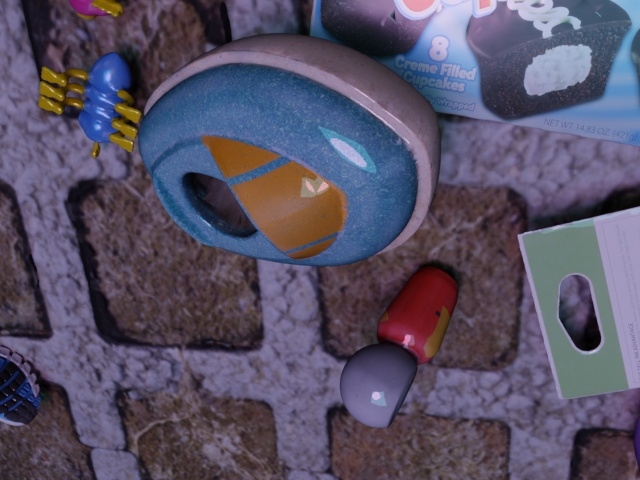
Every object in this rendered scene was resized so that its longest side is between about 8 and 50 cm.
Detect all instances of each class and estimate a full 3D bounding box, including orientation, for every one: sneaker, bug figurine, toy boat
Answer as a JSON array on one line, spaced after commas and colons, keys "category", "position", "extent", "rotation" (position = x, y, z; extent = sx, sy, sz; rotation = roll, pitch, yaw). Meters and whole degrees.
[{"category": "sneaker", "position": [-0.403, 0.153, 0.758], "extent": [0.190, 0.071, 0.083], "rotation": [35, 124, 5]}, {"category": "bug figurine", "position": [-0.248, -0.196, 0.533], "extent": [0.278, 0.072, 0.216], "rotation": [29, 130, -5]}, {"category": "toy boat", "position": [0.000, 0.000, 0.508], "extent": [0.267, 0.148, 0.318], "rotation": [-6, 130, 49]}]

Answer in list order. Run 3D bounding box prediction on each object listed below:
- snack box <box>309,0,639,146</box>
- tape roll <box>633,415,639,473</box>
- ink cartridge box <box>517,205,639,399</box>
[{"category": "snack box", "position": [0.157, -0.176, 0.466], "extent": [0.321, 0.060, 0.187], "rotation": [11, 117, 8]}, {"category": "tape roll", "position": [0.405, 0.189, 0.527], "extent": [0.274, 0.090, 0.275], "rotation": [5, 130, 7]}, {"category": "ink cartridge box", "position": [0.295, 0.032, 0.535], "extent": [0.234, 0.056, 0.171], "rotation": [-13, 111, 20]}]
